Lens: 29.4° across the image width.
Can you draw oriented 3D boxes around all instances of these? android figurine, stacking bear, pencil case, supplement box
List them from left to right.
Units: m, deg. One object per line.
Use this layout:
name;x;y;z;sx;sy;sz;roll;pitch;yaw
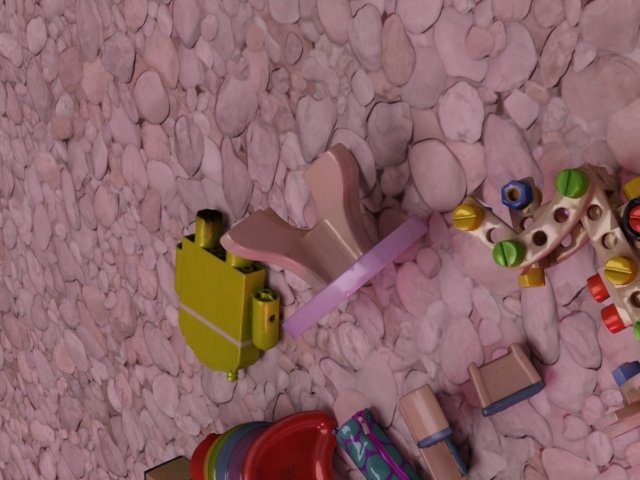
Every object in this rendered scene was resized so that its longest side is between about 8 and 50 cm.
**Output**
supplement box;-0.256;0.437;2.166;0.083;0.083;0.056;25;123;42
android figurine;-0.155;0.094;1.931;0.248;0.056;0.272;27;123;43
stacking bear;-0.108;0.357;1.900;0.289;0.164;0.175;-14;81;60
pencil case;0.085;0.309;1.711;0.151;0.064;0.070;49;153;26

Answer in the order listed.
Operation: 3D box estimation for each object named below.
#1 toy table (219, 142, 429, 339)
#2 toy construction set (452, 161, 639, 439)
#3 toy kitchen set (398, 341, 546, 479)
toy table;0.000;0.000;1.571;0.161;0.252;0.274;51;128;2
toy construction set;0.300;0.056;1.276;0.215;0.151;0.327;-32;86;27
toy kitchen set;0.199;0.225;1.542;0.207;0.166;0.122;73;171;-78
